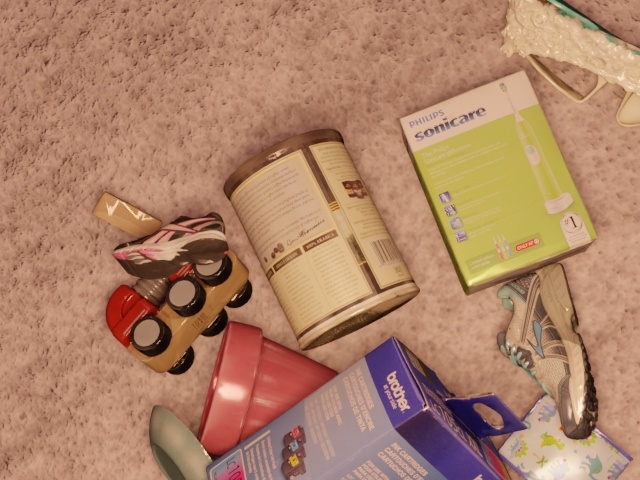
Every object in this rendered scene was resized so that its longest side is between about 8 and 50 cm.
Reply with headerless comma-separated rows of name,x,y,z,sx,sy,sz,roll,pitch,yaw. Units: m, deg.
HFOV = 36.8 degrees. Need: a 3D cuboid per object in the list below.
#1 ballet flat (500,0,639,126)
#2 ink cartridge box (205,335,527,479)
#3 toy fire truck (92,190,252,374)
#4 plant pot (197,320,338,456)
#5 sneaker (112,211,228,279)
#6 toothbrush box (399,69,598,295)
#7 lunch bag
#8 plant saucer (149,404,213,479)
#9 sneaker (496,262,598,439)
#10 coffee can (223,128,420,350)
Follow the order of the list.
ballet flat,0.464,-0.259,1.504,0.409,0.147,0.147,32,85,14
ink cartridge box,0.080,0.313,1.313,0.395,0.270,0.151,-37,37,9
toy fire truck,-0.269,0.054,1.522,0.246,0.158,0.217,35,80,31
plant pot,-0.076,0.237,1.440,0.180,0.201,0.201,15,82,-8
sneaker,-0.220,0.004,1.442,0.178,0.072,0.077,-8,46,9
toothbrush box,0.268,-0.085,1.482,0.206,0.122,0.283,-22,79,3
lunch bag,0.353,0.315,1.414,0.151,0.096,0.129,40,87,6
plant saucer,-0.205,0.334,1.427,0.037,0.195,0.195,-34,77,-28
sneaker,0.329,0.170,1.416,0.122,0.110,0.283,-16,48,15
coffee can,0.000,0.000,1.456,0.201,0.201,0.275,-26,78,1
